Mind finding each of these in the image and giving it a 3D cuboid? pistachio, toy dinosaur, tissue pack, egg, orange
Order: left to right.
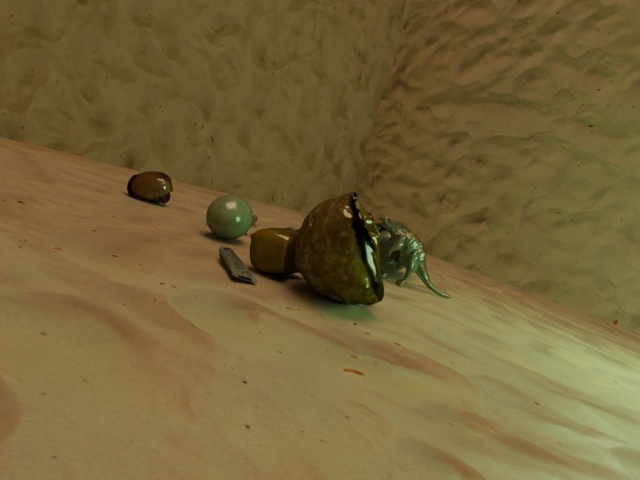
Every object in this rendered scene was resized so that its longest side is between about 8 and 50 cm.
[{"bbox_3d":[-0.697,-0.218,1.857,0.210,0.130,0.165,19,47,15],"label":"pistachio"},{"bbox_3d":[-0.301,-0.077,1.506,0.149,0.149,0.192,17,13,3],"label":"egg"},{"bbox_3d":[-0.111,0.027,1.217,0.127,0.123,0.178,10,3,23],"label":"tissue pack"},{"bbox_3d":[0.049,0.032,1.135,0.210,0.270,0.369,-21,3,9],"label":"orange"},{"bbox_3d":[0.330,0.092,1.671,0.393,0.205,0.092,37,2,6],"label":"toy dinosaur"}]

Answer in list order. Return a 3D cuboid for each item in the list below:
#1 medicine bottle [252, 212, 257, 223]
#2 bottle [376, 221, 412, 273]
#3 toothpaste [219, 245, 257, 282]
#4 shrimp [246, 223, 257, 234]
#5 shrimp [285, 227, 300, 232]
[{"bbox_3d":[-0.342,-0.114,2.164,0.052,0.052,0.089,11,8,-44],"label":"medicine bottle"},{"bbox_3d":[0.286,0.035,1.891,0.229,0.229,0.352,18,10,9],"label":"bottle"},{"bbox_3d":[-0.213,0.056,1.107,0.062,0.037,0.216,14,11,-30],"label":"toothpaste"},{"bbox_3d":[-0.333,-0.069,1.727,0.190,0.073,0.075,9,13,-20],"label":"shrimp"},{"bbox_3d":[-0.002,0.000,1.551,0.372,0.172,0.137,12,-3,31],"label":"shrimp"}]
